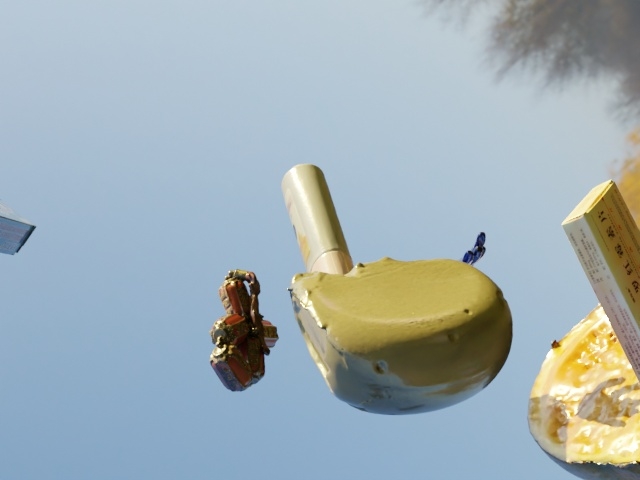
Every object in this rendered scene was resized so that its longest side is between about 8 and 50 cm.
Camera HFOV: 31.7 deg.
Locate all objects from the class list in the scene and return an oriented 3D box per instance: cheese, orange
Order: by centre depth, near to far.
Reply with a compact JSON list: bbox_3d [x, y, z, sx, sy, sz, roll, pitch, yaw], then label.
[{"bbox_3d":[0.081,0.080,0.997,0.202,0.091,0.175,-8,-151,-23],"label":"cheese"},{"bbox_3d":[0.375,0.164,1.239,0.310,0.274,0.274,12,-175,29],"label":"orange"}]

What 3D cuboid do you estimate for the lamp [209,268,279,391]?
[{"bbox_3d":[-0.053,0.065,0.759,0.063,0.031,0.083,59,-153,-22],"label":"lamp"}]

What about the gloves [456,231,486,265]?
[{"bbox_3d":[0.165,0.025,1.283,0.026,0.086,0.064,41,-116,12],"label":"gloves"}]

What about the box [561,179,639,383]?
[{"bbox_3d":[0.154,0.020,0.563,0.058,0.015,0.093,-36,-81,-53],"label":"box"}]

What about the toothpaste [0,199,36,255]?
[{"bbox_3d":[-0.416,-0.030,1.319,0.066,0.053,0.272,35,178,7],"label":"toothpaste"}]

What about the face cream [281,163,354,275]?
[{"bbox_3d":[0.000,0.000,1.341,0.084,0.057,0.198,88,169,-50],"label":"face cream"}]
